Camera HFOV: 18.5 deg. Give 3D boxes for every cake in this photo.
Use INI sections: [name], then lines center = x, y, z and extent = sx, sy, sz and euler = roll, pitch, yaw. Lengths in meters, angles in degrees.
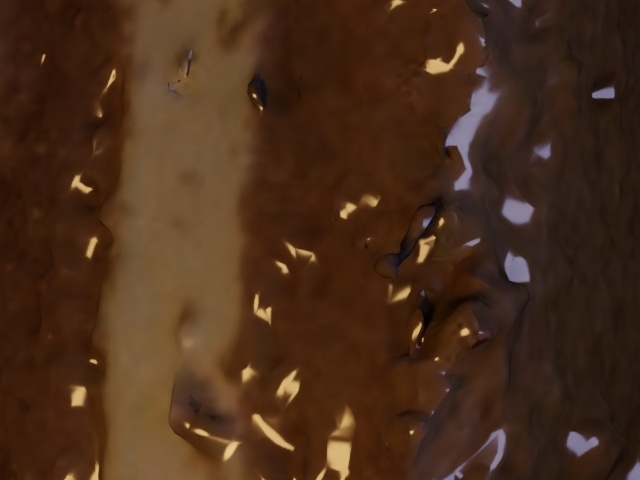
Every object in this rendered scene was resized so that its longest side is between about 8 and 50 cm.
[cake]
center = 0.000, 0.000, 0.687
extent = 0.282, 0.290, 0.255
euler = 12, 81, -53
